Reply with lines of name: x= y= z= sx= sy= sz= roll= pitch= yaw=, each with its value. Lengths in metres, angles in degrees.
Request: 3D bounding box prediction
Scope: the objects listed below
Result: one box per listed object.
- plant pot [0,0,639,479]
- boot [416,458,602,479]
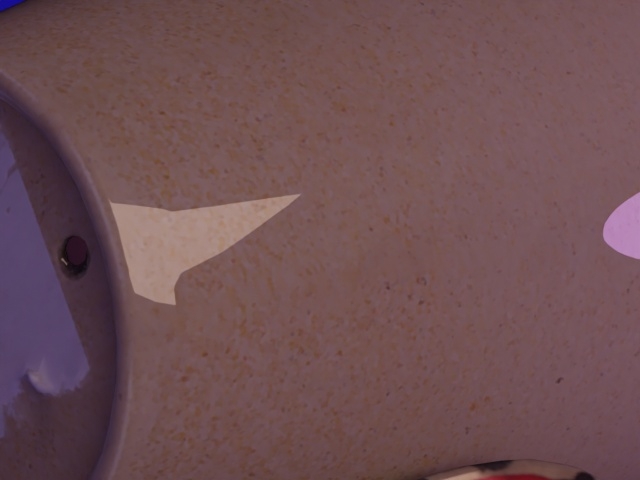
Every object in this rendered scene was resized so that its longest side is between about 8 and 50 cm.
plant pot: x=0.000 y=0.000 z=0.442 sx=0.274 sy=0.256 sz=0.256 roll=-9 pitch=78 yaw=-49
boot: x=-0.030 y=0.248 z=0.338 sx=0.138 sy=0.284 sz=0.377 roll=29 pitch=49 yaw=23
